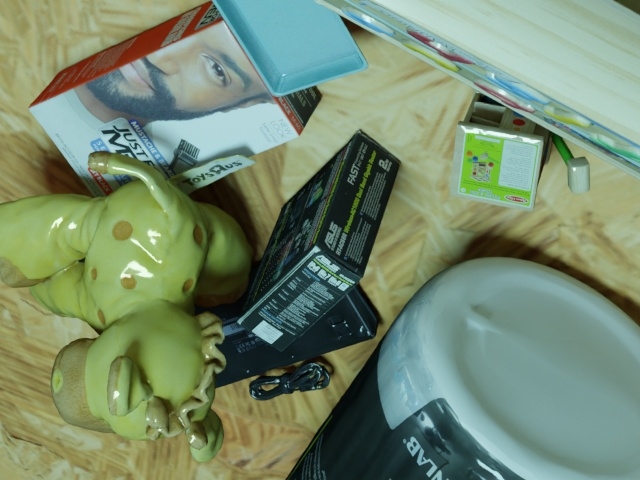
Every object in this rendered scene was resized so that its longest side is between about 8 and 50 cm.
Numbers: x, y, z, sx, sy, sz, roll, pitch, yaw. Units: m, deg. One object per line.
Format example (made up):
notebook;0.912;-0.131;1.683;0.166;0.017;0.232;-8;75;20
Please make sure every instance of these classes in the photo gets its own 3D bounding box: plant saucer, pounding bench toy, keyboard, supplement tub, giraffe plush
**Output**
plant saucer;-0.042;-0.165;0.948;0.067;0.018;0.192;-15;131;24
pounding bench toy;0.128;-0.058;1.001;0.083;0.065;0.052;12;128;12
keyboard;-0.042;0.069;1.191;0.180;0.023;0.108;-20;110;32
supplement tub;0.082;0.189;1.114;0.207;0.207;0.338;29;131;-3
giraffe plush;-0.115;0.056;1.069;0.181;0.170;0.210;14;152;-34

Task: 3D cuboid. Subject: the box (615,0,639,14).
box;0.156;-0.207;0.801;0.182;0.181;0.119;28;131;-2

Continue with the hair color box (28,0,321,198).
hair color box;-0.096;-0.089;1.070;0.167;0.053;0.093;-20;116;30

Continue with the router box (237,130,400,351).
router box;0.000;0.000;1.056;0.038;0.122;0.092;34;131;-13

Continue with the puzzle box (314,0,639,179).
puzzle box;0.177;-0.056;0.836;0.409;0.272;0.052;27;95;-10
